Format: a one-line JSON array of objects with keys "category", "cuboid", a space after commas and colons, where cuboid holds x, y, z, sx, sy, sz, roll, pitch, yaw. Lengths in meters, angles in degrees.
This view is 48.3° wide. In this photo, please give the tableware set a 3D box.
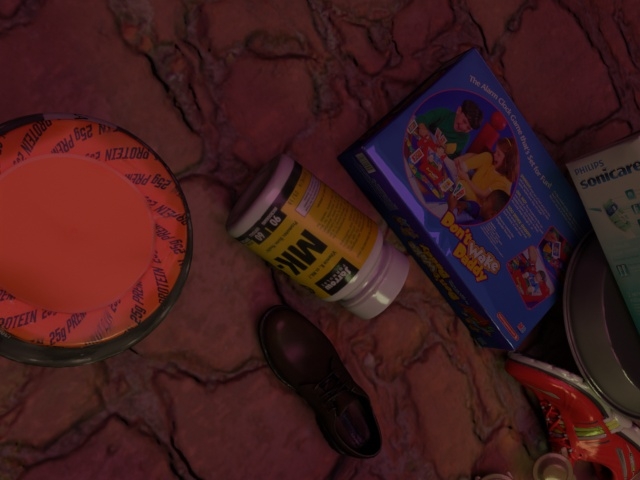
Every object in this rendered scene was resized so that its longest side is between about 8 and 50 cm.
[{"category": "tableware set", "cuboid": [0.300, 0.373, 0.996, 0.169, 0.020, 0.141, -19, 95, 6]}]

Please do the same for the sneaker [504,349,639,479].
[{"category": "sneaker", "cuboid": [0.361, 0.264, 1.022, 0.279, 0.107, 0.118, 40, 83, -13]}]

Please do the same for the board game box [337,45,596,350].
[{"category": "board game box", "cuboid": [0.220, -0.055, 0.993, 0.233, 0.078, 0.347, -43, 103, -20]}]

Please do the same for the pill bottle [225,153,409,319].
[{"category": "pill bottle", "cuboid": [0.000, 0.000, 0.872, 0.209, 0.119, 0.119, 36, 73, -16]}]

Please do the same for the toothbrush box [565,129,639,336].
[{"category": "toothbrush box", "cuboid": [0.487, -0.015, 0.934, 0.216, 0.126, 0.295, -24, 91, -28]}]

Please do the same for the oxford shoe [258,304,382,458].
[{"category": "oxford shoe", "cuboid": [0.009, 0.172, 0.878, 0.083, 0.096, 0.227, -40, 100, -19]}]

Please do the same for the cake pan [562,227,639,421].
[{"category": "cake pan", "cuboid": [0.468, 0.106, 1.002, 0.293, 0.054, 0.293, 6, 77, -26]}]

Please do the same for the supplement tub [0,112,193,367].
[{"category": "supplement tub", "cuboid": [-0.238, 0.005, 0.652, 0.207, 0.338, 0.207, 2, 85, -23]}]
